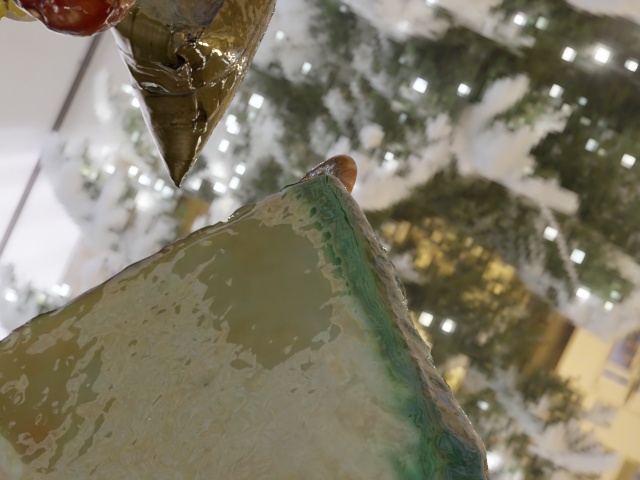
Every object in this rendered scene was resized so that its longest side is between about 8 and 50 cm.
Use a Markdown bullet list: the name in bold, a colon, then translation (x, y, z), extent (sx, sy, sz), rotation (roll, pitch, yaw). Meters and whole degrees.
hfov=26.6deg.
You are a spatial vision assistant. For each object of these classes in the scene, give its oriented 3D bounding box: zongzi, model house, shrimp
- **zongzi**: translation (-0.117, -0.263, 1.616), extent (0.160, 0.323, 0.360), rotation (27, 154, 18)
- **model house**: translation (-0.025, 0.227, 0.966), extent (0.343, 0.334, 0.382), rotation (63, 178, -39)
- **shrimp**: translation (-0.006, -0.035, 1.390), extent (0.091, 0.127, 0.025), rotation (-13, 134, 42)

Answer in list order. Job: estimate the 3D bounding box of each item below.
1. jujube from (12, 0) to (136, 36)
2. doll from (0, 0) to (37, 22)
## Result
- **jujube**: translation (-0.202, -0.230, 0.982), extent (0.112, 0.109, 0.176), rotation (-22, 102, 53)
- **doll**: translation (-0.381, -0.369, 1.840), extent (0.138, 0.119, 0.293), rotation (-2, -148, 8)
